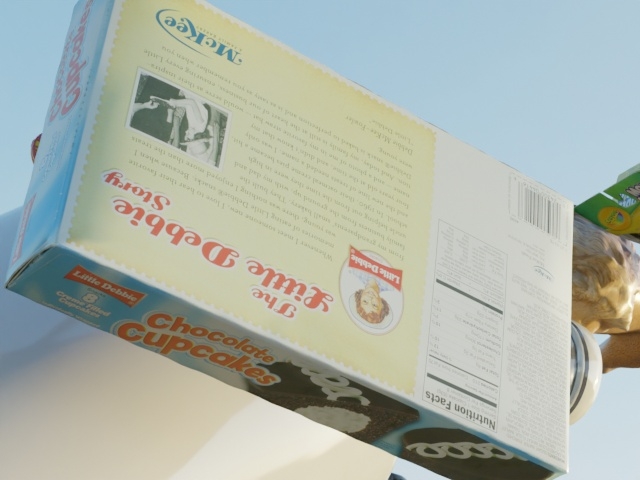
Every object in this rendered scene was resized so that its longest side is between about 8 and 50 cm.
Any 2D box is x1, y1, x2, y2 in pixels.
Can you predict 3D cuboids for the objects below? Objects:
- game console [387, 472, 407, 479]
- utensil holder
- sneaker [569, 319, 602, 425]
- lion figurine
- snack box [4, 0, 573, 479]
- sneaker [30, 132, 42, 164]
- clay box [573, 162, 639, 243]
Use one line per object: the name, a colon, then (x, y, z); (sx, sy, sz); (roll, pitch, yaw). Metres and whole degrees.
game console: (-0.166, 0.221, 1.504); (0.386, 0.060, 0.342); (20, -35, -32)
utensil holder: (-0.178, 0.140, 1.078); (0.328, 0.327, 0.385); (0, 19, 42)
sneaker: (0.053, 0.089, 1.281); (0.127, 0.126, 0.321); (15, -16, -41)
lion figurine: (0.238, 0.049, 1.448); (0.240, 0.142, 0.392); (-3, -7, 41)
snack box: (0.000, 0.000, 0.901); (0.322, 0.187, 0.060); (26, -39, -25)
sneaker: (-0.203, -0.032, 1.537); (0.175, 0.064, 0.067); (43, -30, 1)
clay box: (0.308, -0.016, 1.198); (0.222, 0.053, 0.127); (21, -18, -11)
